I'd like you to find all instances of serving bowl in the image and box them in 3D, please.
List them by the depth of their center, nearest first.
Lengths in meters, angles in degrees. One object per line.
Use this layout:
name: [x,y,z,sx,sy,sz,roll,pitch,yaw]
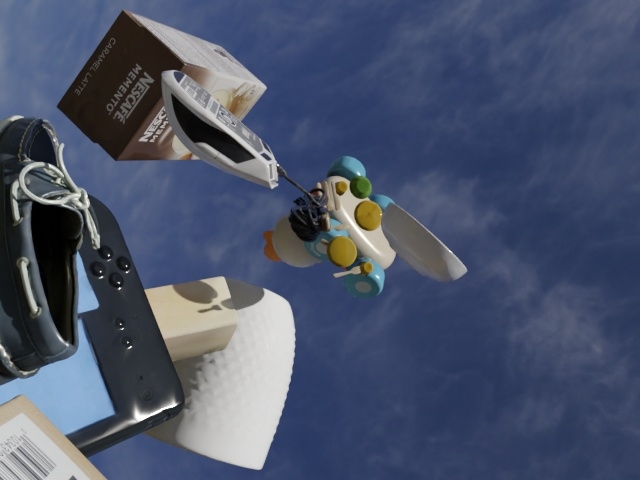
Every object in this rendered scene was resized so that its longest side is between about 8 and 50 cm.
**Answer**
serving bowl: [0.078,0.006,0.517,0.027,0.083,0.083,-47,-132,2]

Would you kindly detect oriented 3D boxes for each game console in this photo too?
game console: [-0.366,0.107,0.750,0.060,0.386,0.342,-35,-104,37]

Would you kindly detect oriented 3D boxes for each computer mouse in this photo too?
computer mouse: [-0.069,-0.071,0.560,0.042,0.193,0.106,-45,-162,15]

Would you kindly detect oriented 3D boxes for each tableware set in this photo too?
tableware set: [0.047,-0.021,0.974,0.024,0.104,0.154,154,-75,-69]

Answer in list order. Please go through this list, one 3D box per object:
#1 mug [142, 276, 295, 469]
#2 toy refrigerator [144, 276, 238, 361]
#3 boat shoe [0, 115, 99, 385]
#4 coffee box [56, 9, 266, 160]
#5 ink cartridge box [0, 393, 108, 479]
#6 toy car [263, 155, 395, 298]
mug: [-0.180,0.273,1.339,0.276,0.374,0.328,13,-107,20]
toy refrigerator: [-0.271,0.131,0.963,0.094,0.269,0.102,67,-30,26]
boat shoe: [-0.224,-0.011,0.509,0.079,0.095,0.254,-17,-132,5]
coffee box: [-0.185,-0.180,0.805,0.098,0.246,0.141,43,-73,7]
ink cartridge box: [-0.153,0.193,0.324,0.088,0.193,0.234,-44,-176,-7]
toy car: [0.000,0.000,1.227,0.238,0.210,0.219,-24,-147,35]
